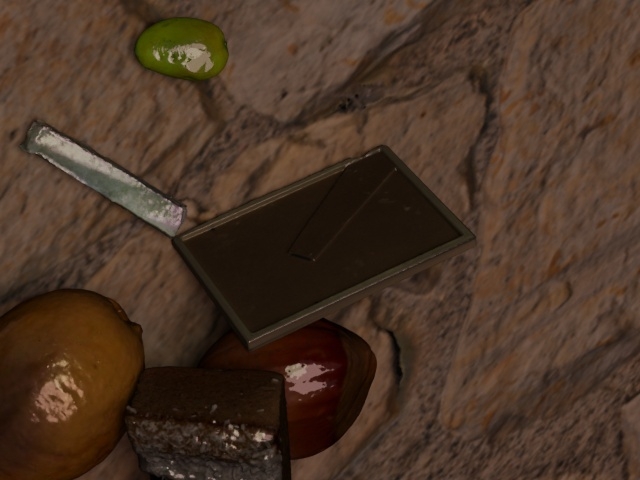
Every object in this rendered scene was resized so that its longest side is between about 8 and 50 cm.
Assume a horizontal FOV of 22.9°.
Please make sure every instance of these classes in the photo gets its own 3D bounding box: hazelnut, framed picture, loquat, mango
[{"bbox_3d":[-0.046,0.159,1.810,0.181,0.212,0.181,23,71,17],"label":"hazelnut"},{"bbox_3d":[0.000,0.000,1.812,0.290,0.211,0.020,-25,135,-15],"label":"framed picture"},{"bbox_3d":[-0.291,0.161,1.710,0.238,0.238,0.193,-40,104,-11],"label":"loquat"},{"bbox_3d":[-0.158,-0.218,1.804,0.108,0.056,0.073,-4,91,-16],"label":"mango"}]

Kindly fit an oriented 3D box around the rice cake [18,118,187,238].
[{"bbox_3d":[-0.244,-0.071,1.801,0.211,0.034,0.043,32,93,-20],"label":"rice cake"}]

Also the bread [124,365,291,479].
[{"bbox_3d":[-0.107,0.326,1.751,0.165,0.113,0.416,2,126,8],"label":"bread"}]
